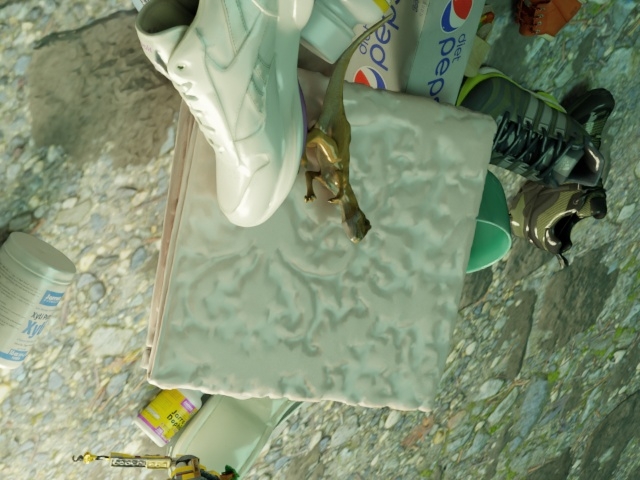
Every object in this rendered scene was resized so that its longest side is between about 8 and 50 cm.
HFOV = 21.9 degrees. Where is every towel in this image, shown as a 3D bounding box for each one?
[{"bbox_3d":[0.000,0.000,1.592,0.332,0.053,0.316,10,93,-31],"label":"towel"}]

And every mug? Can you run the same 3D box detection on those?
[{"bbox_3d":[0.149,-0.039,1.883,0.130,0.097,0.157,-6,150,3],"label":"mug"}]

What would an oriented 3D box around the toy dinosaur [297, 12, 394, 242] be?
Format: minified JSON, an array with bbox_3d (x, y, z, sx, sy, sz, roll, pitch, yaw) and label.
[{"bbox_3d":[0.007,-0.104,1.526,0.112,0.064,0.211,-8,102,-40],"label":"toy dinosaur"}]

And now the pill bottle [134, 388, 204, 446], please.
[{"bbox_3d":[-0.158,0.180,1.785,0.083,0.043,0.043,-47,149,-9],"label":"pill bottle"}]

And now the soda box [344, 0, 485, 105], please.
[{"bbox_3d":[0.092,-0.206,1.665,0.098,0.091,0.286,-23,139,-40],"label":"soda box"}]

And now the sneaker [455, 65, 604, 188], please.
[{"bbox_3d":[0.240,-0.123,1.921,0.300,0.121,0.111,1,121,-54],"label":"sneaker"}]

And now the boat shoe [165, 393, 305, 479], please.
[{"bbox_3d":[-0.063,0.154,1.869,0.319,0.116,0.099,-49,-167,-17],"label":"boat shoe"}]

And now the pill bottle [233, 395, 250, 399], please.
[{"bbox_3d":[-0.004,0.040,1.727,0.283,0.161,0.161,-32,144,-30],"label":"pill bottle"}]

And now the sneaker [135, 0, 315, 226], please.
[{"bbox_3d":[-0.087,-0.147,1.404,0.152,0.114,0.305,-10,125,-20],"label":"sneaker"}]

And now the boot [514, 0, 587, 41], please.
[{"bbox_3d":[0.244,-0.267,1.842,0.084,0.059,0.158,-54,151,13],"label":"boot"}]

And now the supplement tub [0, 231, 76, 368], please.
[{"bbox_3d":[-0.273,0.054,1.472,0.107,0.071,0.071,-57,149,11],"label":"supplement tub"}]

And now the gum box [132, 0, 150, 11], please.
[{"bbox_3d":[-0.098,-0.280,1.381,0.184,0.041,0.157,-46,149,-10],"label":"gum box"}]

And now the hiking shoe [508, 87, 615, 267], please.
[{"bbox_3d":[0.332,-0.081,2.097,0.086,0.114,0.226,-7,128,-51],"label":"hiking shoe"}]

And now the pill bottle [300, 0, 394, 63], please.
[{"bbox_3d":[0.035,-0.272,1.492,0.208,0.119,0.119,-52,150,2],"label":"pill bottle"}]

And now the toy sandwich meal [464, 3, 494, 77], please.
[{"bbox_3d":[0.168,-0.220,1.813,0.086,0.029,0.085,-34,145,-28],"label":"toy sandwich meal"}]

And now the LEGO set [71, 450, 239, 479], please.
[{"bbox_3d":[-0.227,0.309,1.695,0.331,0.192,0.255,-19,124,2],"label":"LEGO set"}]
